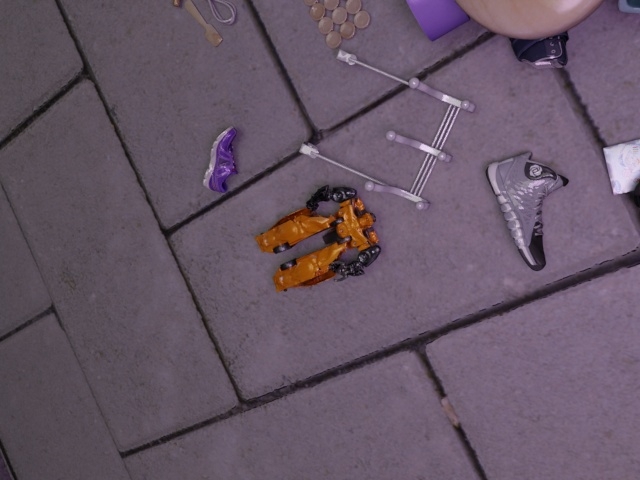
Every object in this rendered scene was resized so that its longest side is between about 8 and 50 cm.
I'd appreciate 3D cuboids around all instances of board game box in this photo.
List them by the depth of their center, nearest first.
[{"bbox_3d":[0.573,-0.137,0.999,0.090,0.020,0.090,-13,92,23],"label":"board game box"}]

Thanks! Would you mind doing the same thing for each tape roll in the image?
[{"bbox_3d":[0.203,-0.478,1.026,0.080,0.189,0.189,-25,86,24],"label":"tape roll"}]

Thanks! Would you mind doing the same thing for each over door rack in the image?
[{"bbox_3d":[0.120,-0.232,1.140,0.324,0.108,0.239,28,106,18],"label":"over door rack"}]

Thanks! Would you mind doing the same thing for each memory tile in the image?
[{"bbox_3d":[0.034,-0.504,1.194,0.113,0.012,0.148,-29,85,24],"label":"memory tile"}]

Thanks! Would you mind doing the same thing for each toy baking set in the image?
[{"bbox_3d":[-0.271,-0.607,1.305,0.197,0.030,0.256,24,106,19],"label":"toy baking set"}]

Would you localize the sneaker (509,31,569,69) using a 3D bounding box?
[{"bbox_3d":[0.444,-0.405,0.977,0.226,0.086,0.163,-24,76,34],"label":"sneaker"}]

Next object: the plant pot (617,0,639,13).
[{"bbox_3d":[0.615,-0.515,0.806,0.248,0.247,0.252,13,68,22],"label":"plant pot"}]

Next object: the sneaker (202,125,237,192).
[{"bbox_3d":[-0.228,-0.195,1.332,0.071,0.068,0.169,22,114,4],"label":"sneaker"}]

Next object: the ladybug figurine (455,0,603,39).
[{"bbox_3d":[0.329,-0.522,0.857,0.305,0.162,0.449,-14,81,36],"label":"ladybug figurine"}]

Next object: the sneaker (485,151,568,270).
[{"bbox_3d":[0.416,-0.064,1.044,0.132,0.086,0.228,-24,86,22],"label":"sneaker"}]

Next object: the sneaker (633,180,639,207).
[{"bbox_3d":[0.603,-0.117,0.923,0.146,0.102,0.293,-13,91,7],"label":"sneaker"}]

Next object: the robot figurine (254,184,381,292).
[{"bbox_3d":[0.000,0.000,1.234,0.291,0.085,0.211,-23,87,25],"label":"robot figurine"}]
